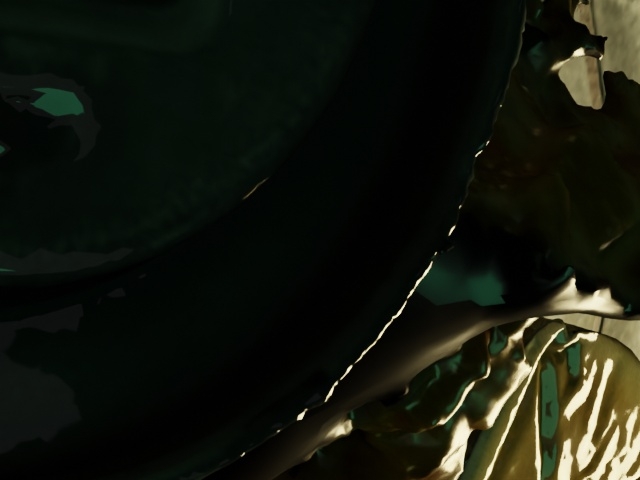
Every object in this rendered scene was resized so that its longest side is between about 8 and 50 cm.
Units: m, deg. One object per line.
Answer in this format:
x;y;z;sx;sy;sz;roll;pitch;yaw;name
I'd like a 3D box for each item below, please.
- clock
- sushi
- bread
-0.082;-0.098;0.401;0.318;0.066;0.319;3;85;-41;clock
0.006;0.003;0.663;0.200;0.204;0.213;23;50;-30;sushi
0.063;0.128;0.838;0.192;0.109;0.210;40;68;-48;bread
